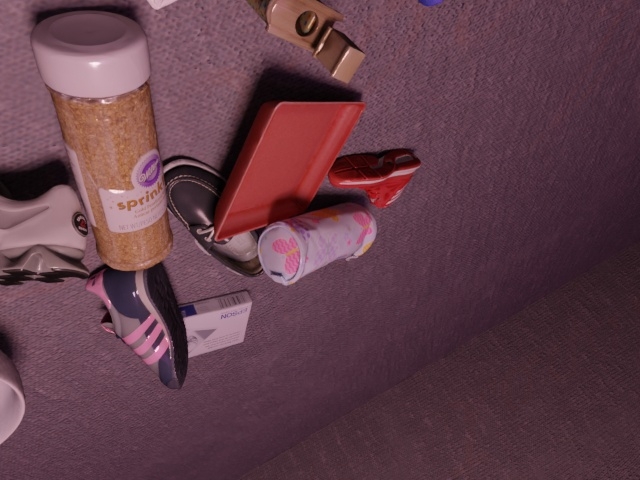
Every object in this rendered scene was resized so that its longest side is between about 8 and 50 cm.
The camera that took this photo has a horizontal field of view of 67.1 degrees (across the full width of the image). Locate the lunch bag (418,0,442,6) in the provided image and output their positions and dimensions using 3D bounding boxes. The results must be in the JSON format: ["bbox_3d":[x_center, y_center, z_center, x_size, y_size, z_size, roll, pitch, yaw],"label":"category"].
[{"bbox_3d":[0.047,-0.424,0.335,0.327,0.239,0.386,20,106,-20],"label":"lunch bag"}]

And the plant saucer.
[{"bbox_3d":[-0.059,-0.133,0.815,0.259,0.047,0.258,-22,150,-53],"label":"plant saucer"}]

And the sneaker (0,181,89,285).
[{"bbox_3d":[-0.476,-0.010,0.646,0.330,0.146,0.122,-5,167,-4],"label":"sneaker"}]

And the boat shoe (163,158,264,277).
[{"bbox_3d":[-0.177,-0.029,0.865,0.114,0.091,0.302,-37,146,5],"label":"boat shoe"}]

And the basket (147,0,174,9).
[{"bbox_3d":[-0.173,-0.345,0.476,0.113,0.103,0.167,-31,145,-3],"label":"basket"}]

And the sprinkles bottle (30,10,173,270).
[{"bbox_3d":[-0.277,-0.112,0.658,0.121,0.121,0.355,-17,142,-24],"label":"sprinkles bottle"}]

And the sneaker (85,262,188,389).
[{"bbox_3d":[-0.344,0.171,0.940,0.131,0.112,0.319,-4,124,1],"label":"sneaker"}]

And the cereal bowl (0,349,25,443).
[{"bbox_3d":[-0.667,0.250,0.761,0.339,0.141,0.339,-22,144,-17],"label":"cereal bowl"}]

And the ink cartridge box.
[{"bbox_3d":[-0.281,0.224,1.127,0.223,0.045,0.224,-11,140,-29],"label":"ink cartridge box"}]

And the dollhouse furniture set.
[{"bbox_3d":[-0.003,-0.317,0.577,0.101,0.182,0.161,5,130,-43],"label":"dollhouse furniture set"}]

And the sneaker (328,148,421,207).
[{"bbox_3d":[0.105,-0.109,1.005,0.221,0.087,0.128,-11,138,-27],"label":"sneaker"}]

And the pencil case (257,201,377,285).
[{"bbox_3d":[0.000,0.000,0.965,0.273,0.113,0.124,-17,125,-51],"label":"pencil case"}]
